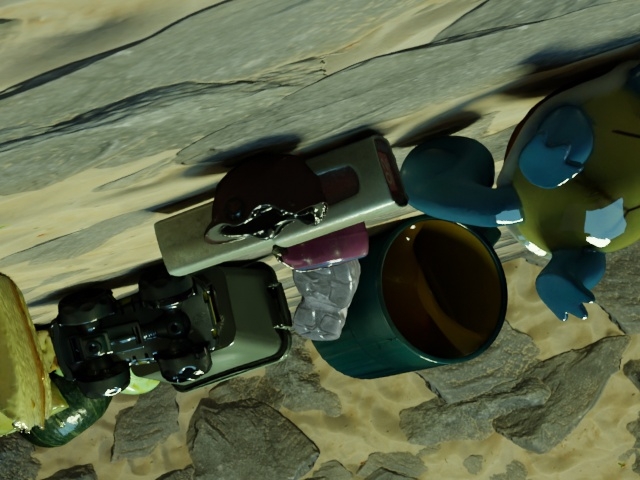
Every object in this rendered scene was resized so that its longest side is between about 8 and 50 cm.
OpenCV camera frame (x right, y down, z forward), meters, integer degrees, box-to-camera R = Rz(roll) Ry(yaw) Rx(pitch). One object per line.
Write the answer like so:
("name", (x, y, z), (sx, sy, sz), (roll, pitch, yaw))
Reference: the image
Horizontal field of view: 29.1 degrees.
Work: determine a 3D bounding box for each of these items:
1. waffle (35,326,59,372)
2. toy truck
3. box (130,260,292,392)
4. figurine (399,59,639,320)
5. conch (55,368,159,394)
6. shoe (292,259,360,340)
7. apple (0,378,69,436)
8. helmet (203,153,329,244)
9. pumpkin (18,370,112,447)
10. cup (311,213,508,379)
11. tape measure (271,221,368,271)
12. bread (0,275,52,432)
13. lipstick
("waffle", (-0.563, 0.205, 1.816), (0.304, 0.078, 0.348), (-19, 173, 22))
("toy truck", (-0.248, 0.112, 1.677), (0.224, 0.147, 0.165), (-14, -165, -3))
("box", (-0.180, 0.129, 1.860), (0.243, 0.163, 0.135), (-20, 163, 27))
("figurine", (0.295, -0.066, 1.261), (0.416, 0.298, 0.243), (-15, -153, 3))
("conch", (-0.371, 0.193, 2.102), (0.250, 0.137, 0.143), (0, -152, 24))
("shoe", (0.016, 0.036, 1.808), (0.095, 0.138, 0.245), (12, 144, 5))
("apple", (-0.599, 0.290, 2.221), (0.193, 0.120, 0.265), (4, 159, -41))
("helmet", (-0.056, -0.043, 1.170), (0.123, 0.070, 0.098), (-12, 168, 15))
("pumpkin", (-0.500, 0.308, 2.384), (0.211, 0.152, 0.211), (-41, -178, 2))
("cup", (0.138, 0.078, 2.073), (0.242, 0.308, 0.292), (21, 157, -20))
("tape measure", (0.000, 0.000, 1.611), (0.125, 0.074, 0.118), (-13, 179, 8))
("bread", (-0.381, 0.139, 1.354), (0.135, 0.178, 0.240), (-18, 175, -6))
("lipstick", (-0.043, -0.032, 1.256), (0.252, 0.079, 0.077), (-18, 176, 17))
